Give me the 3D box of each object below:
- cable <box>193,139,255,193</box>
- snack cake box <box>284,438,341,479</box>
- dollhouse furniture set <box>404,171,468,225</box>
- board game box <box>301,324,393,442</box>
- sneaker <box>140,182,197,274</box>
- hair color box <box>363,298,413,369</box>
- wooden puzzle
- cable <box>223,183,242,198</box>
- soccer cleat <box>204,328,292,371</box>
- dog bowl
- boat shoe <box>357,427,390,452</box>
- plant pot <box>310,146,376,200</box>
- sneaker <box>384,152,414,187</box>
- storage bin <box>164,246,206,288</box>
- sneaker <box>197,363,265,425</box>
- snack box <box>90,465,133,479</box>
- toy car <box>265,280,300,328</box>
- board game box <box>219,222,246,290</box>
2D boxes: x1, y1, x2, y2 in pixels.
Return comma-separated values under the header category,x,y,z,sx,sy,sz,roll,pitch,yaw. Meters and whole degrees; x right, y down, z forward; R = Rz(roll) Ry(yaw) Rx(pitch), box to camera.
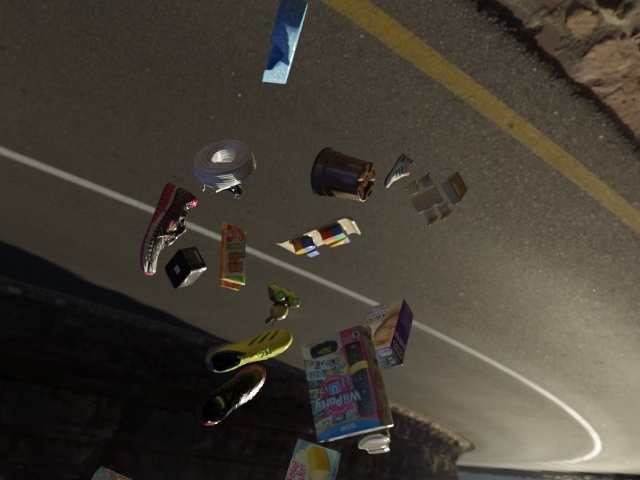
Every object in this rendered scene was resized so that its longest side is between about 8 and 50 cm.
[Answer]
category,x,y,z,sx,sy,sz,roll,pitch,yaw
cable,-0.401,-0.322,1.780,0.256,0.257,0.089,-21,139,-14
snack cake box,-0.044,0.780,1.331,0.152,0.264,0.089,16,135,6
dollhouse furniture set,0.522,-0.196,1.948,0.242,0.161,0.212,-28,97,37
board game box,0.079,0.450,1.356,0.223,0.304,0.097,-23,150,19
sneaker,-0.487,-0.033,1.359,0.111,0.300,0.120,23,166,-21
hair color box,0.274,0.403,1.833,0.185,0.339,0.110,-25,106,29
wooden puzzle,0.000,0.000,1.892,0.347,0.081,0.322,-17,169,8
cable,-0.421,-0.277,1.918,0.047,0.151,0.184,-30,137,25
soccer cleat,-0.225,0.362,1.381,0.288,0.094,0.121,-12,-173,-14
dog bowl,-0.107,-0.597,1.288,0.074,0.166,0.297,16,154,-10
boat shoe,0.183,0.669,1.489,0.112,0.096,0.335,-11,146,4
plant pot,0.081,-0.207,1.392,0.165,0.167,0.167,17,159,29
sneaker,0.336,-0.286,1.823,0.075,0.161,0.057,32,-179,-2
storage bin,-0.615,0.123,1.947,0.180,0.122,0.084,-41,164,34
sneaker,-0.301,0.524,1.451,0.276,0.098,0.135,-36,170,-12
snack box,-0.614,0.892,1.385,0.321,0.187,0.060,24,174,0
toy car,-0.201,0.305,1.960,0.148,0.189,0.155,29,179,-22
board game box,-0.356,0.067,1.752,0.039,0.260,0.124,-10,160,28
